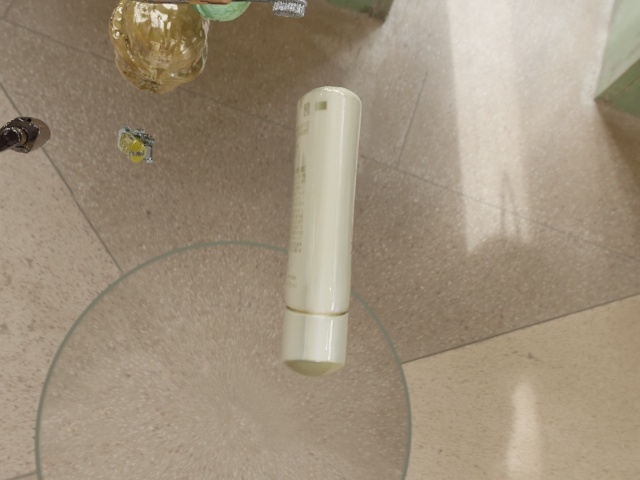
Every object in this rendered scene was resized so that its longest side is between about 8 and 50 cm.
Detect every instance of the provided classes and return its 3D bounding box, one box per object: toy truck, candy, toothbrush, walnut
[{"bbox_3d":[-0.391,-0.201,1.318,0.062,0.123,0.052,-1,113,-33],"label":"toy truck"},{"bbox_3d":[-0.287,-0.541,1.171,0.119,0.119,0.440,-41,64,-16],"label":"candy"},{"bbox_3d":[-0.176,-0.379,0.983,0.320,0.023,0.031,11,74,12],"label":"toothbrush"},{"bbox_3d":[-0.313,-0.401,1.233,0.198,0.198,0.245,5,57,-7],"label":"walnut"}]

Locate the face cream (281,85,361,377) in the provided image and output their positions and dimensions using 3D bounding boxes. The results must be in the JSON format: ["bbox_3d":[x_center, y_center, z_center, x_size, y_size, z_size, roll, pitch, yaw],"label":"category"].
[{"bbox_3d":[0.000,0.000,0.777,0.081,0.173,0.349,3,88,-4],"label":"face cream"}]

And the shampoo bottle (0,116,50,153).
[{"bbox_3d":[-0.563,-0.199,1.183,0.067,0.236,0.068,31,91,-18],"label":"shampoo bottle"}]
